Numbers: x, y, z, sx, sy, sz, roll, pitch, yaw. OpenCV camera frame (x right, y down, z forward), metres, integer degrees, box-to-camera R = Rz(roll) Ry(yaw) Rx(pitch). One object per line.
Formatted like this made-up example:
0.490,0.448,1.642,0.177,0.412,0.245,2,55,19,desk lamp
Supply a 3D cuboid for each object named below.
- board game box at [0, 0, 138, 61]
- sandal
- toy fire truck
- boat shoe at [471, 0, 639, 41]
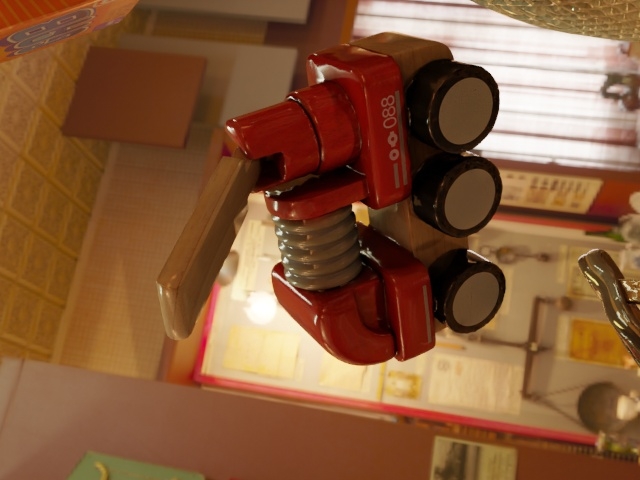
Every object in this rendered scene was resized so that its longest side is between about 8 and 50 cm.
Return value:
-0.429,-0.371,0.807,0.356,0.357,0.356,22,135,68,board game box
0.270,0.067,0.605,0.090,0.060,0.219,51,-161,-19,sandal
0.000,0.000,0.493,0.158,0.247,0.216,37,142,53,toy fire truck
0.071,-0.296,0.546,0.155,0.500,0.187,-60,-14,5,boat shoe
